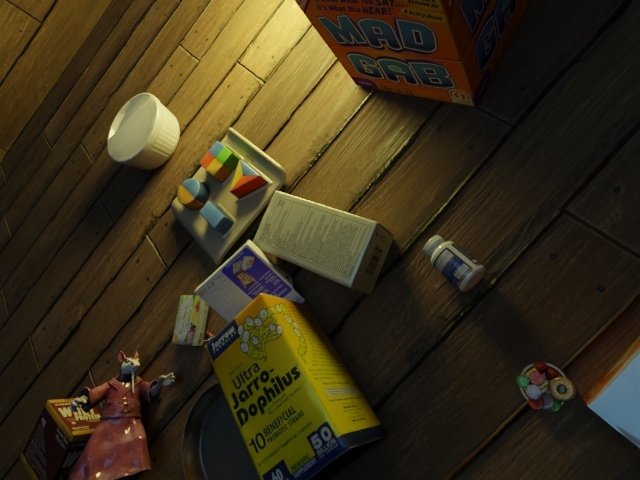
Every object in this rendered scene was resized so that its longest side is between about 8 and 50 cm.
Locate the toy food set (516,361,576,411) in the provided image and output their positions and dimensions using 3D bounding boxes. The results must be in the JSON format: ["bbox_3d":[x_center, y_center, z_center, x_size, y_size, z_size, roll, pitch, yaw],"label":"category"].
[{"bbox_3d":[0.400,0.261,0.734,0.082,0.020,0.083,-44,58,11],"label":"toy food set"}]

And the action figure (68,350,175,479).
[{"bbox_3d":[-0.549,0.498,1.162,0.275,0.248,0.369,116,155,-51],"label":"action figure"}]

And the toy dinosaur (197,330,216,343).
[{"bbox_3d":[-0.290,0.279,1.137,0.090,0.047,0.082,-22,49,-14],"label":"toy dinosaur"}]

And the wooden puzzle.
[{"bbox_3d":[-0.306,-0.151,1.249,0.322,0.080,0.347,41,97,33],"label":"wooden puzzle"}]

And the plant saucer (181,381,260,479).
[{"bbox_3d":[-0.210,0.500,0.996,0.311,0.050,0.310,-10,70,30],"label":"plant saucer"}]

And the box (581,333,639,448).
[{"bbox_3d":[0.553,0.156,0.562,0.168,0.215,0.345,41,96,34],"label":"box"}]

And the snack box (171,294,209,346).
[{"bbox_3d":[-0.374,0.231,1.186,0.100,0.037,0.141,-6,71,37],"label":"snack box"}]

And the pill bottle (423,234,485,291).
[{"bbox_3d":[0.273,0.044,0.851,0.067,0.067,0.120,-49,57,8],"label":"pill bottle"}]

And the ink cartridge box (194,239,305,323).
[{"bbox_3d":[-0.178,0.134,1.048,0.206,0.045,0.208,-40,102,18],"label":"ink cartridge box"}]

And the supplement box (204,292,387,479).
[{"bbox_3d":[-0.061,0.319,0.882,0.194,0.195,0.356,-44,57,11],"label":"supplement box"}]

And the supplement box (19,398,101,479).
[{"bbox_3d":[-0.764,0.615,1.241,0.191,0.129,0.194,22,87,34],"label":"supplement box"}]

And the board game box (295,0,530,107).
[{"bbox_3d":[0.225,-0.571,0.908,0.357,0.356,0.356,26,89,34],"label":"board game box"}]

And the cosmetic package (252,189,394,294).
[{"bbox_3d":[0.000,0.000,1.001,0.310,0.113,0.160,22,86,34],"label":"cosmetic package"}]

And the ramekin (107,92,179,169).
[{"bbox_3d":[-0.633,-0.383,1.490,0.273,0.127,0.272,-9,70,28],"label":"ramekin"}]
